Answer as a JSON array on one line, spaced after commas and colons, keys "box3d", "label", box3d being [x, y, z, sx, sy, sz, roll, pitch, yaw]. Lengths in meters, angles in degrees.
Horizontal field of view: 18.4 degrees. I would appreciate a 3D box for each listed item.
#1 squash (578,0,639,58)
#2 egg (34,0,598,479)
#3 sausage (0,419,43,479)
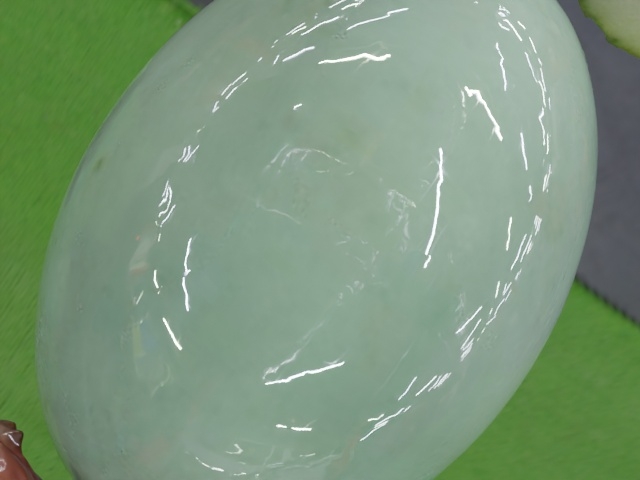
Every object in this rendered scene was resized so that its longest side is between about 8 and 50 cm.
[{"box3d": [0.278, -0.184, 1.311, 0.219, 0.219, 0.041, 11, 61, -14], "label": "squash"}, {"box3d": [0.000, 0.000, 1.105, 0.276, 0.276, 0.389, 33, 83, -8], "label": "egg"}, {"box3d": [-0.162, 0.224, 1.061, 0.148, 0.148, 0.254, -28, 79, -20], "label": "sausage"}]
